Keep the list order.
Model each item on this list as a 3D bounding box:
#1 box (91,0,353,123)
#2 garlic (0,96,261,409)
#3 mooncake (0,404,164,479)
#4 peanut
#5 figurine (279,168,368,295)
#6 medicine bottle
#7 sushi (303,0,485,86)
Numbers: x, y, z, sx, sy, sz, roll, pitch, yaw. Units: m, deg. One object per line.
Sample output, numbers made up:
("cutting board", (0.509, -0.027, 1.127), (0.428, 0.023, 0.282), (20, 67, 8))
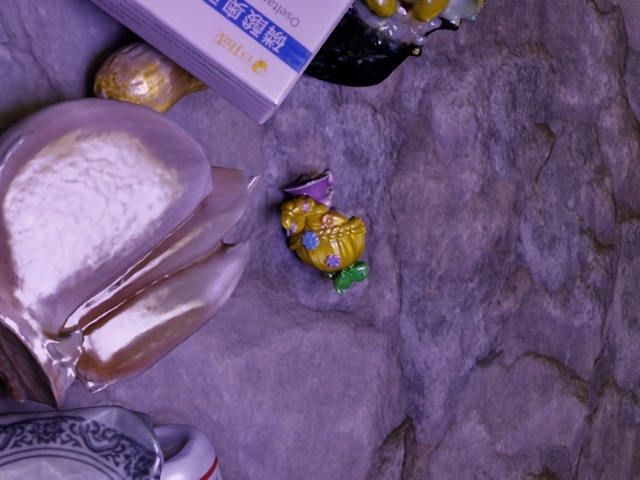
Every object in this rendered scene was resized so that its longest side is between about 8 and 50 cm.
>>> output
("box", (-0.136, -0.297, 0.942), (0.343, 0.065, 0.200), (36, 71, -8))
("garlic", (-0.218, -0.005, 0.949), (0.325, 0.132, 0.279), (-49, 124, -29))
("mooncake", (-0.265, 0.275, 0.858), (0.250, 0.136, 0.255), (3, 91, -18))
("peanut", (-0.157, -0.194, 1.034), (0.206, 0.087, 0.087), (-38, 118, -35))
("figurine", (0.000, 0.000, 1.192), (0.115, 0.094, 0.156), (-39, 115, -50))
("medicine bottle", (-0.151, 0.334, 1.033), (0.131, 0.131, 0.250), (-28, 110, -41))
("sushi", (0.087, -0.362, 1.131), (0.328, 0.285, 0.329), (10, 86, -45))
